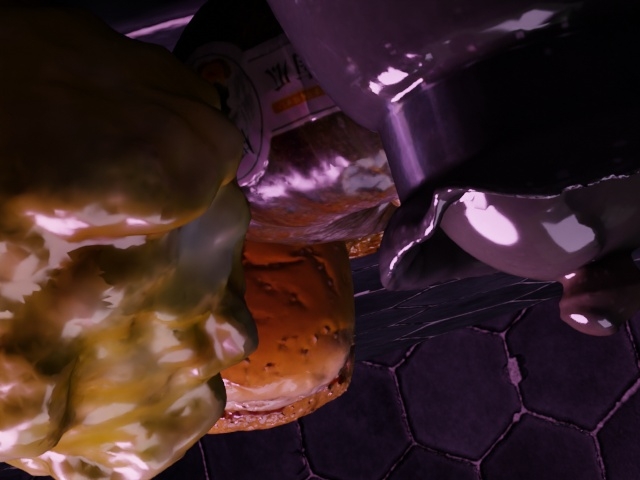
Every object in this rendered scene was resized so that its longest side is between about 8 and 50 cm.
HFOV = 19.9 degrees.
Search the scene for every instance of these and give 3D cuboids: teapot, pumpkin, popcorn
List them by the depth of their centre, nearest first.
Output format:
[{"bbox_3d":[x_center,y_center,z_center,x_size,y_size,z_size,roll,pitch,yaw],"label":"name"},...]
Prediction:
[{"bbox_3d":[0.088,-0.091,0.816,0.223,0.285,0.305,-15,170,3],"label":"teapot"},{"bbox_3d":[-0.197,-0.002,0.951,0.292,0.293,0.334,-14,155,-15],"label":"popcorn"},{"bbox_3d":[0.043,-0.079,1.078,0.260,0.189,0.260,-19,178,-1],"label":"pumpkin"}]

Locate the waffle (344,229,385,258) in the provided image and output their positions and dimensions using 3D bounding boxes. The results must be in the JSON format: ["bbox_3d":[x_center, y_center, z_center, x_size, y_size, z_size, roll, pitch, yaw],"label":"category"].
[{"bbox_3d":[0.000,0.000,1.956,0.148,0.042,0.102,-14,169,-8],"label":"waffle"}]

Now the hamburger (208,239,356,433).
[{"bbox_3d":[-0.075,0.067,1.723,0.244,0.244,0.163,-14,150,-6],"label":"hamburger"}]
